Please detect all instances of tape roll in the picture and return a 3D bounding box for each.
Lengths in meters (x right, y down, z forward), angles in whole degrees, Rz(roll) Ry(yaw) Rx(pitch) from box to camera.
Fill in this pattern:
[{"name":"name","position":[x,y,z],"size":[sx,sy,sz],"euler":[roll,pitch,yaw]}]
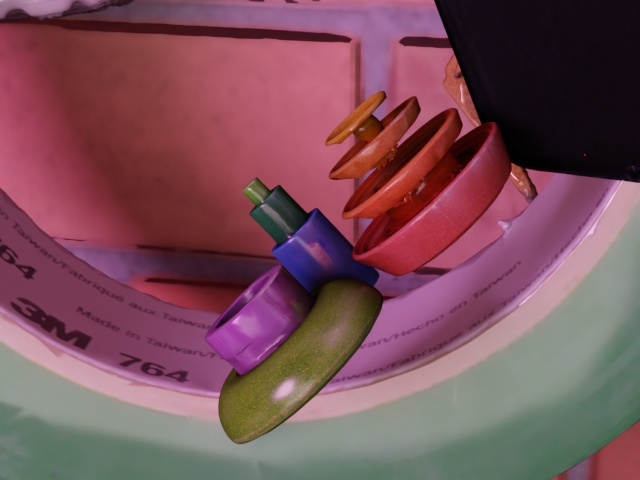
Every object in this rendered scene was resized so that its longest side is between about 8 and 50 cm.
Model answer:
[{"name":"tape roll","position":[-0.018,-0.073,0.411],"size":[0.321,0.077,0.321],"euler":[1,104,3]}]

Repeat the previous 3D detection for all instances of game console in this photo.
[{"name":"game console","position":[0.084,-0.072,0.324],"size":[0.122,0.071,0.107],"euler":[10,80,43]}]

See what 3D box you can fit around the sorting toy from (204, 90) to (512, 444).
[{"name":"sorting toy","position":[0.000,0.000,0.359],"size":[0.042,0.061,0.102],"euler":[45,80,-8]}]

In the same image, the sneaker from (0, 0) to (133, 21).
[{"name":"sneaker","position":[-0.201,-0.131,0.504],"size":[0.281,0.105,0.115],"euler":[-1,99,3]}]

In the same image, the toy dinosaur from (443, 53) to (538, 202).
[{"name":"toy dinosaur","position":[0.091,-0.077,0.478],"size":[0.112,0.064,0.211],"euler":[-37,102,9]}]
